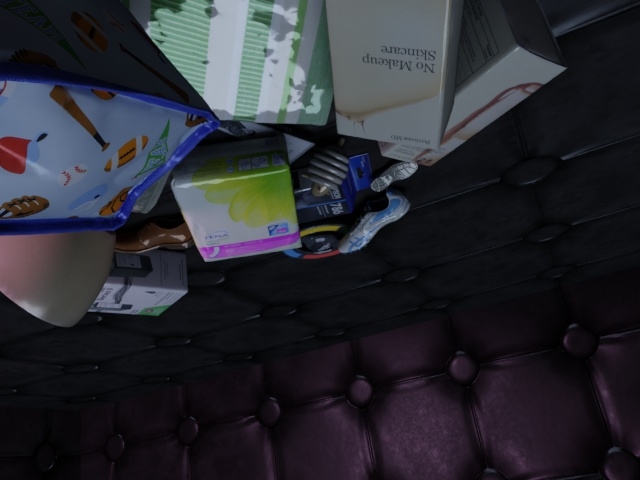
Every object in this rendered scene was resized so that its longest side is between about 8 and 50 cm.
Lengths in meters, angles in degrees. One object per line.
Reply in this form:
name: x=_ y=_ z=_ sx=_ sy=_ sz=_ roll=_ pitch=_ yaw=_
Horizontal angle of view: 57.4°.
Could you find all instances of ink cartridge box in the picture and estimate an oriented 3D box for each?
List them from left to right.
ink cartridge box: x=-0.531 y=0.107 z=1.554 sx=0.289 sy=0.122 sz=0.211 roll=9 pitch=150 yaw=-36
ink cartridge box: x=-0.038 y=-0.101 z=1.344 sx=0.332 sy=0.065 sz=0.165 roll=-14 pitch=156 yaw=7

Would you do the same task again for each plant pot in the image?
plant pot: x=-0.536 y=0.008 z=1.198 sx=0.191 sy=0.284 sz=0.284 roll=-43 pitch=155 yaw=-4

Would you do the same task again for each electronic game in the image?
electronic game: x=0.000 y=0.000 z=1.611 sx=0.229 sy=0.048 sz=0.229 roll=-9 pitch=157 yaw=-4

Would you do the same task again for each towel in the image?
towel: x=-0.121 y=-0.280 z=0.817 sx=0.324 sy=0.038 sz=0.248 roll=-2 pitch=131 yaw=-21

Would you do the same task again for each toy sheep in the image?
toy sheep: x=0.016 y=-0.151 z=1.198 sx=0.091 sy=0.132 sz=0.091 roll=21 pitch=-174 yaw=-2

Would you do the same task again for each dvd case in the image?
dvd case: x=-0.156 y=-0.184 z=1.144 sx=0.238 sy=0.030 sz=0.179 roll=11 pitch=149 yaw=-41

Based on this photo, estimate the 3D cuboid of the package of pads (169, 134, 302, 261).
package of pads: x=-0.165 y=-0.077 z=1.184 sx=0.229 sy=0.101 sz=0.297 roll=-8 pitch=147 yaw=-2

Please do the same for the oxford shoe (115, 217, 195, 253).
oxford shoe: x=-0.410 y=-0.019 z=1.407 sx=0.212 sy=0.076 sz=0.076 roll=-9 pitch=127 yaw=3

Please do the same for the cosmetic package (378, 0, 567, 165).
cosmetic package: x=0.222 y=-0.264 z=0.957 sx=0.129 sy=0.153 sz=0.296 roll=6 pitch=154 yaw=-35

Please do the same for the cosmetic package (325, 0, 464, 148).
cosmetic package: x=0.098 y=-0.279 z=0.756 sx=0.160 sy=0.113 sz=0.310 roll=11 pitch=142 yaw=17

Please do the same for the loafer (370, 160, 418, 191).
loafer: x=0.167 y=-0.157 z=1.336 sx=0.125 sy=0.039 sz=0.045 roll=-29 pitch=118 yaw=32

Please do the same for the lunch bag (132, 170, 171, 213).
lunch bag: x=-0.372 y=-0.153 z=0.956 sx=0.235 sy=0.169 sz=0.287 roll=4 pitch=149 yaw=-32

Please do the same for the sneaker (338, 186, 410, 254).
sneaker: x=0.122 y=-0.051 z=1.490 sx=0.086 sy=0.085 sz=0.237 roll=39 pitch=122 yaw=-16

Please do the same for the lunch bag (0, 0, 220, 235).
lunch bag: x=-0.333 y=-0.173 z=0.524 sx=0.239 sy=0.328 sz=0.385 roll=-45 pitch=173 yaw=13
